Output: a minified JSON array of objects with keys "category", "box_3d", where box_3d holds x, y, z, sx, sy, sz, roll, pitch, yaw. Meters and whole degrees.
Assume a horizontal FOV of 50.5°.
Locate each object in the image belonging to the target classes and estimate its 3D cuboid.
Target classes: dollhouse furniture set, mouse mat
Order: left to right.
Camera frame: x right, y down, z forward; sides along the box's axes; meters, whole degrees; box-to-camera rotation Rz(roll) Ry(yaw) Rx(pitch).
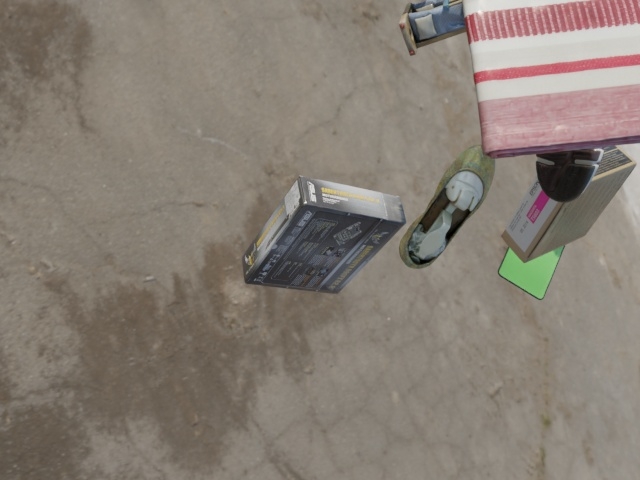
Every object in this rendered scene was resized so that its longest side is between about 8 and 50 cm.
[{"category":"dollhouse furniture set","box_3d":[0.194,-0.449,1.202,0.183,0.129,0.129,64,26,-27]},{"category":"mouse mat","box_3d":[0.570,0.047,1.826,0.152,0.007,0.189,31,72,-9]}]

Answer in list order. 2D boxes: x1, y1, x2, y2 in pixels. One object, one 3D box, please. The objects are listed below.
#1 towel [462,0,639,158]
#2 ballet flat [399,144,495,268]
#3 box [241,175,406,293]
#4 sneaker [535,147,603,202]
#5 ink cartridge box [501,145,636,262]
[{"category":"towel","box_3d":[0.278,-0.259,0.757,0.037,0.237,0.329,78,7,-79]},{"category":"ballet flat","box_3d":[0.313,-0.071,1.645,0.123,0.348,0.123,32,16,-11]},{"category":"box","box_3d":[0.000,0.000,1.098,0.183,0.231,0.056,8,53,-27]},{"category":"sneaker","box_3d":[0.426,-0.199,1.030,0.162,0.106,0.281,-10,113,-35]},{"category":"ink cartridge box","box_3d":[0.506,-0.080,1.398,0.193,0.234,0.088,-18,57,-26]}]
